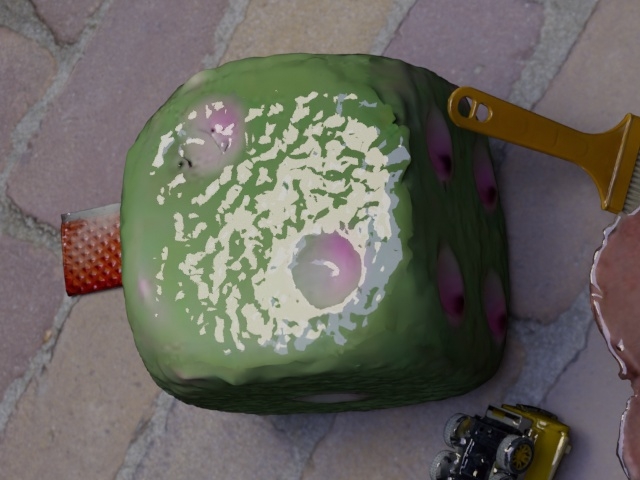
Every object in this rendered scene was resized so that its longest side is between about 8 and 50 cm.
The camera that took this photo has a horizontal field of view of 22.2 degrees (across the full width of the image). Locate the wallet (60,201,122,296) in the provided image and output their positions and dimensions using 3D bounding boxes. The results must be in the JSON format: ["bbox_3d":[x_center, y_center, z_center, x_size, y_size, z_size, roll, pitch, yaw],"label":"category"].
[{"bbox_3d":[-0.219,0.000,1.917,0.196,0.020,0.103,-11,74,22],"label":"wallet"}]

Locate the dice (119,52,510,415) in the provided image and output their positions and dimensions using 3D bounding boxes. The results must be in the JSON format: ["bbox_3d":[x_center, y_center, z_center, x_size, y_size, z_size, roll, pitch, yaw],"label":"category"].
[{"bbox_3d":[0.000,0.000,1.652,0.318,0.322,0.330,-9,77,22],"label":"dice"}]

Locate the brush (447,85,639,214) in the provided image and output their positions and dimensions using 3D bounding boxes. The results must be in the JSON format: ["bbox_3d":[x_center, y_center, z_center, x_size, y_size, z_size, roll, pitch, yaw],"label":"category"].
[{"bbox_3d":[0.243,-0.097,1.627,0.013,0.272,0.103,5,78,67],"label":"brush"}]

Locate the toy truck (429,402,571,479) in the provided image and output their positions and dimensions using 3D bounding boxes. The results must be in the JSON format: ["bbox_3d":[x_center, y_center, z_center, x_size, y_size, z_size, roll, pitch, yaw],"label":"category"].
[{"bbox_3d":[0.170,0.270,1.633,0.098,0.114,0.227,18,86,48],"label":"toy truck"}]

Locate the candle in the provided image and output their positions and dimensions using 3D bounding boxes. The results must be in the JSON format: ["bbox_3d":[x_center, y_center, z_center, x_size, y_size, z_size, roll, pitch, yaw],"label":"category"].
[{"bbox_3d":[0.408,0.103,1.559,0.287,0.131,0.317,-18,82,13],"label":"candle"}]
